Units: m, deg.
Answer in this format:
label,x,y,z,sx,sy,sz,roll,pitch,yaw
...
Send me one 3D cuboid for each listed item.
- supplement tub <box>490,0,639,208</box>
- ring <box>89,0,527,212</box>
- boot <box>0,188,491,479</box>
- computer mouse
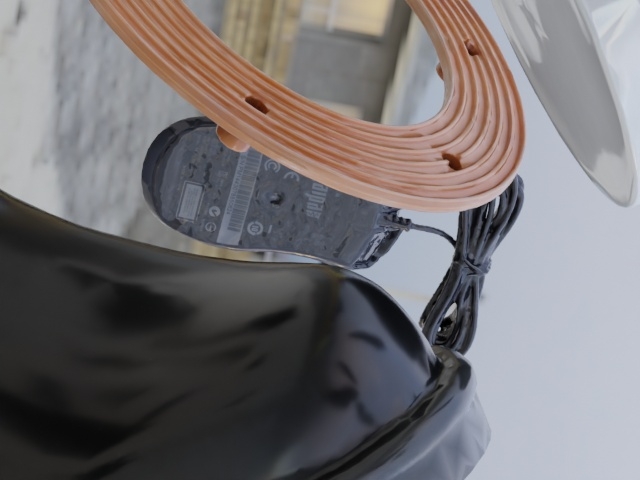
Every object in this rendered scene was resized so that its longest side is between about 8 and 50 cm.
label,x,y,z,sx,sy,sz,roll,pitch,yaw
supplement tub,0.236,-0.166,0.786,0.228,0.316,0.228,154,-90,-89
ring,-0.019,-0.139,1.038,0.032,0.336,0.336,-49,-160,31
boot,-0.137,-0.018,0.541,0.131,0.348,0.260,-48,128,-54
computer mouse,0.000,0.000,1.244,0.060,0.262,0.184,-96,-165,-63
